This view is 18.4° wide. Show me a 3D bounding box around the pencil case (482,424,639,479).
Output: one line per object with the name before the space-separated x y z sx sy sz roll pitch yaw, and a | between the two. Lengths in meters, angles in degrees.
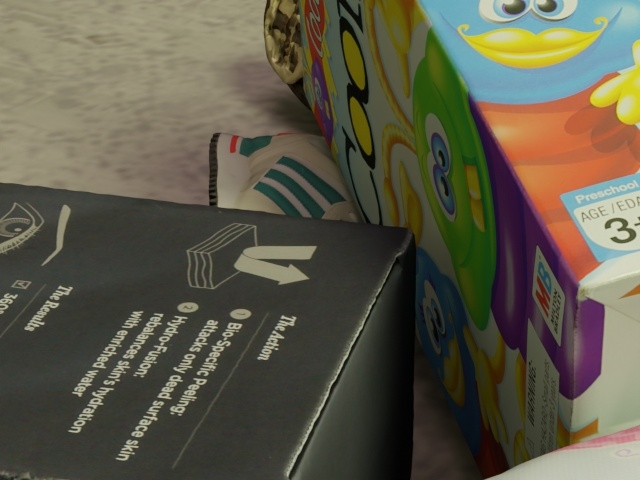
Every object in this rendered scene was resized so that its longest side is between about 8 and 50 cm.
pencil case | 0.030 0.117 0.417 0.273 0.113 0.124 -13 39 -24

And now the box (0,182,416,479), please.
box | -0.065 0.060 0.548 0.158 0.093 0.156 6 27 14

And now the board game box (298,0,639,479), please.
board game box | 0.092 -0.039 0.610 0.144 0.142 0.275 -13 42 -10

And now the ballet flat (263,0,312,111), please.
ballet flat | 0.052 -0.055 0.795 0.058 0.084 0.250 -11 34 -40

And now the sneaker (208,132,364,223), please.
sneaker | 0.000 0.000 0.704 0.075 0.057 0.161 -6 24 -1
